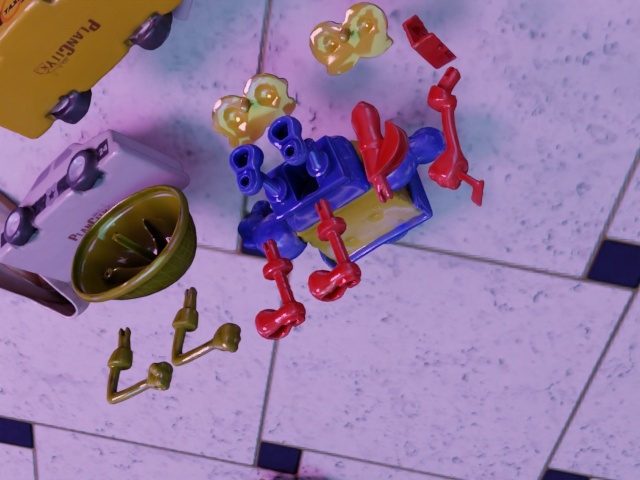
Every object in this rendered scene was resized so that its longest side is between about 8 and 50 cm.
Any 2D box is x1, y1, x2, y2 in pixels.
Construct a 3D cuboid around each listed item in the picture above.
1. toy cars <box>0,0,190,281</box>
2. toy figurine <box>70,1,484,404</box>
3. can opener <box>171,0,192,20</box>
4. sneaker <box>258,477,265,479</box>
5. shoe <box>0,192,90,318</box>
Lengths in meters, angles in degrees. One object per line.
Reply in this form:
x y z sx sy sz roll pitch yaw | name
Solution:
-0.198 -0.103 0.710 0.176 0.087 0.393 -6 147 -12 | toy cars
0.000 0.000 0.725 0.362 0.191 0.217 -33 152 21 | toy figurine
-0.081 -0.252 0.565 0.093 0.074 0.280 0 152 -26 | can opener
-0.018 0.372 1.101 0.097 0.084 0.234 6 131 35 | sneaker
-0.317 0.005 0.858 0.219 0.058 0.076 34 125 -17 | shoe
